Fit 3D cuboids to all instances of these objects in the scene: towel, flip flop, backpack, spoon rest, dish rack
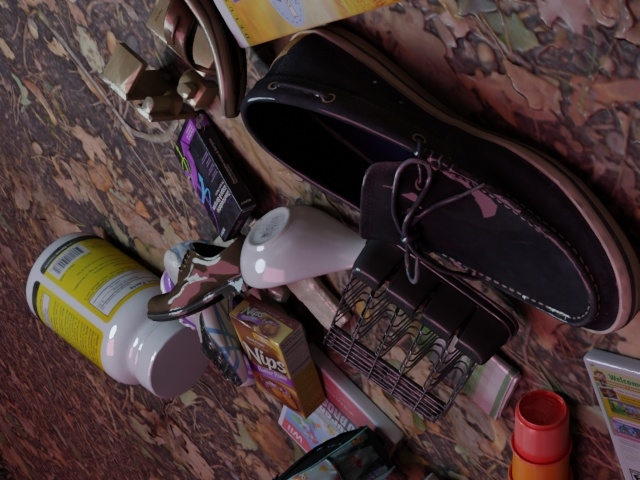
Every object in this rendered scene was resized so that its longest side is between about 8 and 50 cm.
[{"bbox_3d":[0.186,0.147,1.638,0.152,0.023,0.113,44,149,21],"label":"towel"},{"bbox_3d":[-0.158,-0.276,1.549,0.112,0.080,0.277,-77,-35,-67],"label":"flip flop"},{"bbox_3d":[0.009,0.378,1.911,0.144,0.188,0.166,63,155,13],"label":"backpack"},{"bbox_3d":[0.000,0.000,1.652,0.276,0.137,0.084,-11,131,47],"label":"spoon rest"},{"bbox_3d":[0.109,0.117,1.591,0.208,0.074,0.271,37,153,10],"label":"dish rack"}]

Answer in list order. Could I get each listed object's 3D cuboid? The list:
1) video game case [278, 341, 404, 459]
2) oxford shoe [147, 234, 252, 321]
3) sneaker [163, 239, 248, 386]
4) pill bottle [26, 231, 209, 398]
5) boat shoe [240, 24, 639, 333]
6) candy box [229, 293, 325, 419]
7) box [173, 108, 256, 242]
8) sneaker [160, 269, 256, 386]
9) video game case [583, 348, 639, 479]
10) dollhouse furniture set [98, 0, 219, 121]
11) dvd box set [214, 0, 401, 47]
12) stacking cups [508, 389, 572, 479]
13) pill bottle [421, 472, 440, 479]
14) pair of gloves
[{"bbox_3d":[0.026,0.297,2.051,0.204,0.025,0.285,44,152,16],"label":"video game case"},{"bbox_3d":[-0.171,0.051,1.870,0.227,0.083,0.096,-26,93,30],"label":"oxford shoe"},{"bbox_3d":[-0.159,0.108,1.979,0.237,0.086,0.085,66,160,0],"label":"sneaker"},{"bbox_3d":[-0.346,0.133,2.252,0.334,0.188,0.188,32,146,35],"label":"pill bottle"},{"bbox_3d":[0.114,-0.050,1.370,0.500,0.156,0.187,38,148,23],"label":"boat shoe"},{"bbox_3d":[-0.063,0.175,1.941,0.109,0.053,0.187,29,149,36],"label":"candy box"},{"bbox_3d":[-0.152,-0.090,1.832,0.162,0.029,0.116,59,154,12],"label":"box"},{"bbox_3d":[-0.153,0.121,2.059,0.236,0.095,0.104,50,146,-5],"label":"sneaker"},{"bbox_3d":[0.394,0.217,1.392,0.212,0.023,0.193,13,133,52],"label":"video game case"},{"bbox_3d":[-0.179,-0.240,1.732,0.144,0.123,0.151,42,116,19],"label":"dollhouse furniture set"},{"bbox_3d":[-0.032,-0.369,1.316,0.420,0.062,0.308,-1,121,57],"label":"dvd box set"},{"bbox_3d":[0.278,0.310,1.628,0.096,0.096,0.316,31,141,35],"label":"stacking cups"},{"bbox_3d":[0.199,0.452,1.851,0.229,0.131,0.131,48,152,8],"label":"pill bottle"},{"bbox_3d":[-0.068,0.062,1.900,0.204,0.042,0.240,56,153,-7],"label":"pair of gloves"}]
